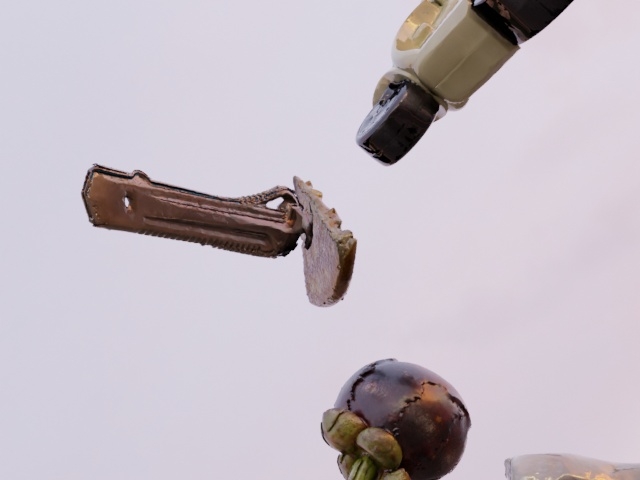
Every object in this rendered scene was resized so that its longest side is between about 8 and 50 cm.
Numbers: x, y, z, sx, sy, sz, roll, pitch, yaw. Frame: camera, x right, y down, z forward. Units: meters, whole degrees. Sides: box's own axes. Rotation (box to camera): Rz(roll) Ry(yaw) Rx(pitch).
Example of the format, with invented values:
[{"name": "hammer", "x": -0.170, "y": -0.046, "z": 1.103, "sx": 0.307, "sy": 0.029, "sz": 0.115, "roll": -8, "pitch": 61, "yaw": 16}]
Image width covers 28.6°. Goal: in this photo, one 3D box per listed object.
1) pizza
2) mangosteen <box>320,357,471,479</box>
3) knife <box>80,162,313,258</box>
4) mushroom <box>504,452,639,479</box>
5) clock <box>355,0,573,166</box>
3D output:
[{"name": "pizza", "x": 0.000, "y": 0.000, "z": 1.581, "sx": 0.036, "sy": 0.176, "sz": 0.185, "roll": -10, "pitch": -33, "yaw": -17}, {"name": "mangosteen", "x": 0.083, "y": 0.226, "z": 1.468, "sx": 0.180, "sy": 0.166, "sz": 0.166, "roll": -45, "pitch": -29, "yaw": -43}, {"name": "knife", "x": -0.131, "y": -0.031, "z": 1.383, "sx": 0.043, "sy": 0.089, "sz": 0.365, "roll": -16, "pitch": -14, "yaw": 34}, {"name": "mushroom", "x": 0.256, "y": 0.199, "z": 1.006, "sx": 0.223, "sy": 0.081, "sz": 0.092, "roll": -10, "pitch": -82, "yaw": 16}, {"name": "clock", "x": 0.193, "y": -0.263, "z": 1.449, "sx": 0.120, "sy": 0.276, "sz": 0.379, "roll": 41, "pitch": -55, "yaw": -13}]
